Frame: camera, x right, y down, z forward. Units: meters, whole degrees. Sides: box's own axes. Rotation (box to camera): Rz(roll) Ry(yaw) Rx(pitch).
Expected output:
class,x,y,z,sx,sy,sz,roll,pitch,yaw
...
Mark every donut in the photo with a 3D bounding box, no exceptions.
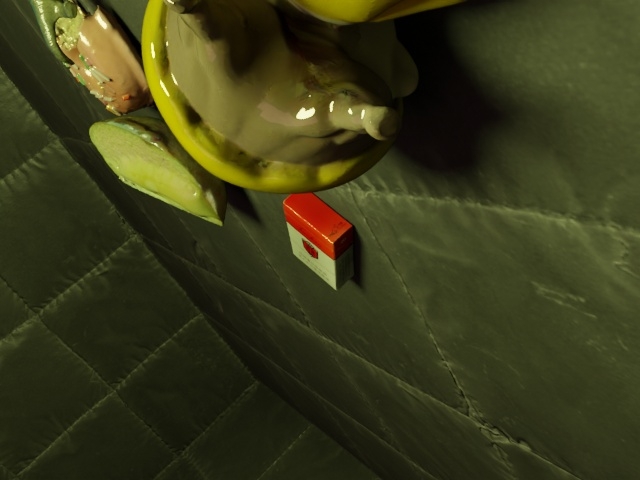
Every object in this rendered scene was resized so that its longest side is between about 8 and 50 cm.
class,x,y,z,sx,sy,sz,roll,pitch,yaw
donut,-0.368,-0.299,1.034,0.233,0.085,0.199,28,155,48

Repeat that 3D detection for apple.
class,x,y,z,sx,sy,sz,roll,pitch,yaw
apple,-0.273,-0.149,1.061,0.265,0.120,0.193,23,154,24

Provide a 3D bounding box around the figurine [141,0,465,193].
class,x,y,z,sx,sy,sz,roll,pitch,yaw
figurine,-0.012,-0.158,0.411,0.215,0.187,0.343,35,155,-2

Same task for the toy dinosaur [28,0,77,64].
class,x,y,z,sx,sy,sz,roll,pitch,yaw
toy dinosaur,-0.432,-0.399,0.917,0.188,0.075,0.247,32,133,42

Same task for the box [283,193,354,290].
class,x,y,z,sx,sy,sz,roll,pitch,yaw
box,0.000,0.000,0.894,0.100,0.048,0.152,37,157,22
